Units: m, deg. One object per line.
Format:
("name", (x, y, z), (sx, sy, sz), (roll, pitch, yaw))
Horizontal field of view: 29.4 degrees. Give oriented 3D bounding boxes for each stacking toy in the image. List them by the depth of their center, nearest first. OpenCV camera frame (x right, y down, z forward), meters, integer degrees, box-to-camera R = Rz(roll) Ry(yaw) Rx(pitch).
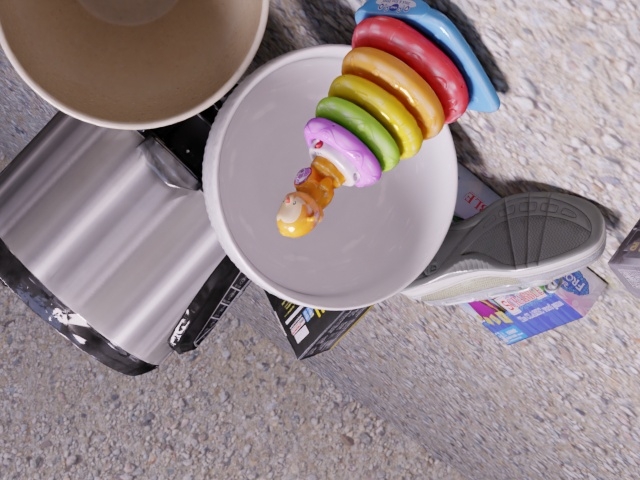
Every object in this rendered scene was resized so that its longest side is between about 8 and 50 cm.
("stacking toy", (0.045, -0.123, 1.405), (0.175, 0.302, 0.166), (20, 156, 52))

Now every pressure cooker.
("pressure cooker", (-0.247, -0.063, 1.755), (0.370, 0.420, 0.375), (43, 180, 42))

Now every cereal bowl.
("cereal bowl", (0.000, -0.081, 1.577), (0.339, 0.339, 0.141), (45, 166, -19))

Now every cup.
("cup", (-0.243, -0.334, 1.551), (0.331, 0.331, 0.237), (46, -171, -23))

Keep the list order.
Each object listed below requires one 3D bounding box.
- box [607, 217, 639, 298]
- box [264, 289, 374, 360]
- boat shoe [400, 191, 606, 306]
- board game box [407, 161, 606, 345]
("box", (0.398, -0.022, 1.110), (0.056, 0.183, 0.231), (45, 163, -21))
("box", (0.000, 0.000, 1.864), (0.257, 0.079, 0.322), (61, 144, 18))
("boat shoe", (0.239, 0.023, 1.604), (0.320, 0.118, 0.103), (-19, 142, 37))
("board game box", (0.228, 0.016, 1.818), (0.318, 0.066, 0.319), (39, 164, 0))
